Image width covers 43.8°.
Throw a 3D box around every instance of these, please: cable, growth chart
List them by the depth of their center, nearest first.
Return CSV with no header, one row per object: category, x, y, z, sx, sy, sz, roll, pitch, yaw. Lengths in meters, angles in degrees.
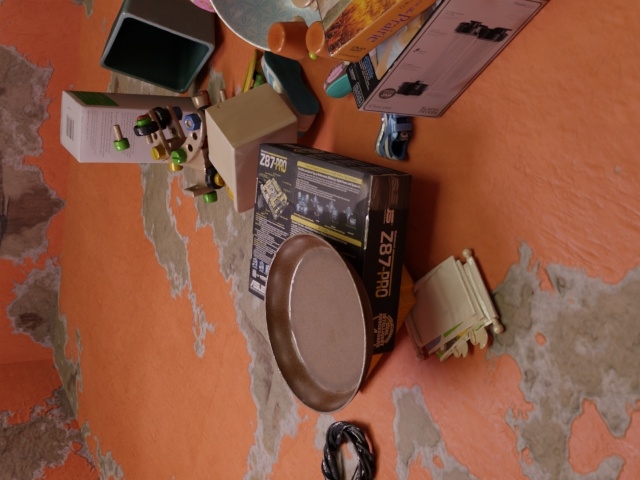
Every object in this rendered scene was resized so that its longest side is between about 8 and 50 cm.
growth chart,0.208,0.119,1.337,0.237,0.021,0.171,-38,61,53
cable,0.053,0.438,1.598,0.150,0.047,0.184,-133,47,-54

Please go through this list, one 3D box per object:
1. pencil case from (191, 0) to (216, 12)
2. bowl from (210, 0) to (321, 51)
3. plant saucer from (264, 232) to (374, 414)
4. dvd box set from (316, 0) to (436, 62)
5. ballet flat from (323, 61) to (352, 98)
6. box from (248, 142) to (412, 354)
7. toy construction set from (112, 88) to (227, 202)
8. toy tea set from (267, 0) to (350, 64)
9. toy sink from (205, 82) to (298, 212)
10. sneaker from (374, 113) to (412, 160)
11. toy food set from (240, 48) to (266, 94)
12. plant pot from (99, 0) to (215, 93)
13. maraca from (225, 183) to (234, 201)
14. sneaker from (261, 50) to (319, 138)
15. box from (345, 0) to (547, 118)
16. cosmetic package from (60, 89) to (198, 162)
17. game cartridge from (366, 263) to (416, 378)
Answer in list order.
pencil case,-0.194,-0.681,1.829,0.386,0.167,0.160,-23,35,57
bowl,-0.076,-0.542,1.608,0.289,0.289,0.156,-50,7,48
plant saucer,0.000,0.139,1.362,0.311,0.050,0.310,11,103,55
dvd box set,0.124,-0.475,1.072,0.420,0.062,0.307,-26,72,50
ballet flat,0.076,-0.334,1.488,0.221,0.077,0.079,-18,63,60
box,0.000,0.000,1.474,0.395,0.097,0.318,22,113,55
toy construction set,-0.307,-0.226,1.975,0.258,0.309,0.237,-5,112,22
toy tea set,0.040,-0.416,1.458,0.336,0.124,0.199,15,104,50
toy sink,-0.147,-0.195,1.693,0.131,0.153,0.234,53,160,25
sneaker,0.137,-0.208,1.407,0.059,0.053,0.144,43,135,50
toy food set,-0.151,-0.337,1.870,0.128,0.071,0.217,-97,23,-59
plant pot,-0.429,-0.594,2.147,0.248,0.247,0.252,-39,43,53
maraca,-0.167,-0.166,1.866,0.127,0.099,0.185,-144,66,-67
sneaker,-0.080,-0.323,1.726,0.092,0.088,0.228,-60,41,44
box,0.183,-0.311,1.215,0.290,0.169,0.087,-48,50,51
cosmetic package,-0.484,-0.300,2.122,0.197,0.366,0.155,34,122,50
game cartridge,0.055,0.099,1.541,0.285,0.053,0.323,65,146,36
